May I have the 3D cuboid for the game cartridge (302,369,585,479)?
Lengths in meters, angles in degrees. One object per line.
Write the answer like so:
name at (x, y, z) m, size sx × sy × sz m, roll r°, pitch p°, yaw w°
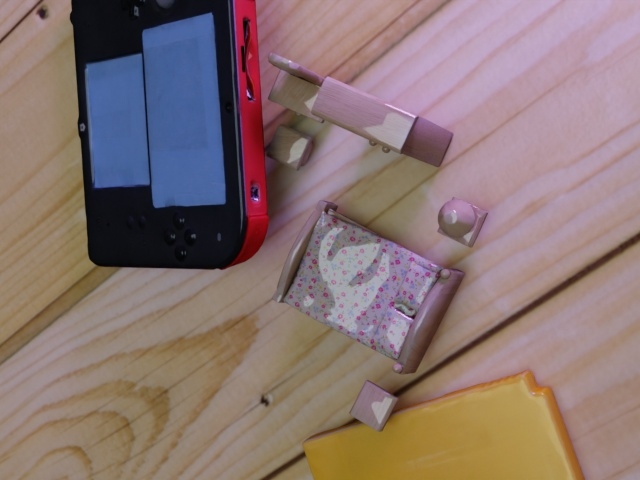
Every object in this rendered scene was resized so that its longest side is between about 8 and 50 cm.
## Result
game cartridge at (0.165, 0.332, 1.312) m, size 0.324 × 0.053 × 0.285 m, roll -21°, pitch 85°, yaw 23°

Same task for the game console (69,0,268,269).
game console at (-0.207, -0.157, 1.395) m, size 0.342 × 0.060 × 0.386 m, roll 0°, pitch 93°, yaw 40°

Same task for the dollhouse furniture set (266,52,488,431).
dollhouse furniture set at (0.000, 0.000, 1.266) m, size 0.303 × 0.174 × 0.355 m, roll 27°, pitch 97°, yaw 21°
